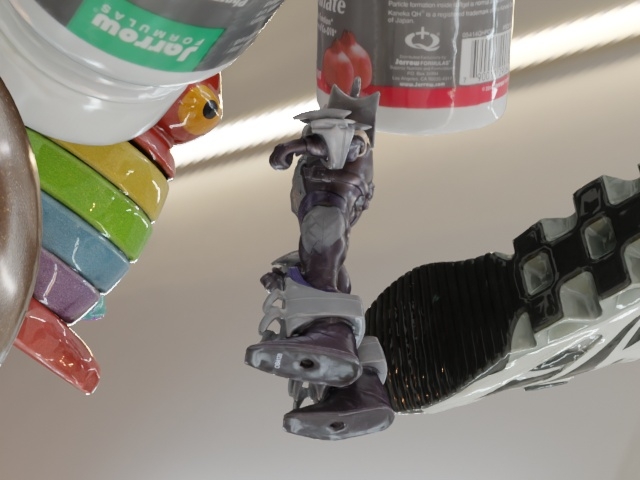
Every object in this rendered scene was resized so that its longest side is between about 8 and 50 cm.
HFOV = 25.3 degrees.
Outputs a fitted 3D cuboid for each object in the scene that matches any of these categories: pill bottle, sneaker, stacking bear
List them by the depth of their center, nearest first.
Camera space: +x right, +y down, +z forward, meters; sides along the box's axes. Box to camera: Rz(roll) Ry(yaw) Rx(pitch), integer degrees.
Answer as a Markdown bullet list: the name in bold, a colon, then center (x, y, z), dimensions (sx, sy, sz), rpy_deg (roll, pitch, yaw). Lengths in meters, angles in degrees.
- **pill bottle**: center (-0.090, -0.228, 0.904), dimensions (0.361, 0.204, 0.204), rpy_deg (-45, -167, 44)
- **sneaker**: center (0.170, 0.065, 1.091), dimensions (0.331, 0.146, 0.122), rpy_deg (-26, -127, 36)
- **stacking bear**: center (-0.184, -0.054, 1.138), dimensions (0.164, 0.175, 0.289), rpy_deg (26, -105, 37)
- **pill bottle**: center (0.085, -0.265, 1.255), dimensions (0.176, 0.318, 0.176), rpy_deg (1, -161, 0)

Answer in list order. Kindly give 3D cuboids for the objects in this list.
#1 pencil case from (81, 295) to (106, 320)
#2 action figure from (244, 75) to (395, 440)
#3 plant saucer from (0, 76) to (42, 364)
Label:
- **pencil case**: center (-0.262, 0.008, 1.547), dimensions (0.065, 0.151, 0.070), rpy_deg (3, -166, -2)
- **action figure**: center (0.000, 0.000, 1.048), dimensions (0.099, 0.185, 0.285), rpy_deg (-2, -135, 2)
- **plant saucer**: center (-0.181, -0.011, 0.489), dimensions (0.198, 0.198, 0.036), rpy_deg (-50, -157, -27)
